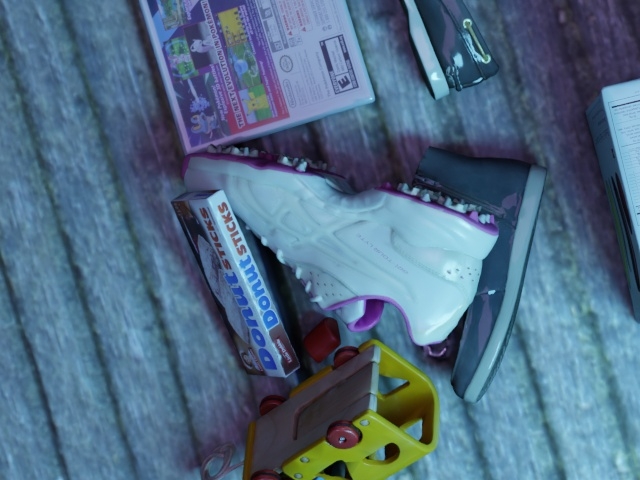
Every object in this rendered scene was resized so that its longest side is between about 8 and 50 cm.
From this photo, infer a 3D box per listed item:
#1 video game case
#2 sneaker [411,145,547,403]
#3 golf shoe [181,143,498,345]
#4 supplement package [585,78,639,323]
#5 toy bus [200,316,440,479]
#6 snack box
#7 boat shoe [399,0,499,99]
[{"bbox_3d":[-0.065,-0.197,1.652,0.183,0.023,0.201,-17,88,3],"label":"video game case"},{"bbox_3d":[0.122,0.029,1.610,0.118,0.083,0.222,13,80,9],"label":"sneaker"},{"bbox_3d":[0.000,0.000,1.569,0.306,0.115,0.140,17,97,28],"label":"golf shoe"},{"bbox_3d":[0.325,-0.039,1.532,0.149,0.194,0.203,-13,87,4],"label":"supplement package"},{"bbox_3d":[0.014,0.180,1.591,0.104,0.202,0.191,36,83,-26],"label":"toy bus"},{"bbox_3d":[-0.076,0.039,1.601,0.022,0.064,0.178,-33,107,-32],"label":"snack box"},{"bbox_3d":[0.094,-0.244,1.616,0.068,0.081,0.228,-20,94,1],"label":"boat shoe"}]
